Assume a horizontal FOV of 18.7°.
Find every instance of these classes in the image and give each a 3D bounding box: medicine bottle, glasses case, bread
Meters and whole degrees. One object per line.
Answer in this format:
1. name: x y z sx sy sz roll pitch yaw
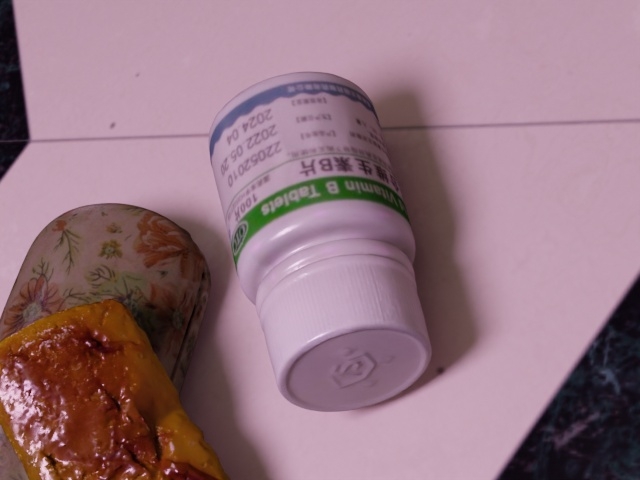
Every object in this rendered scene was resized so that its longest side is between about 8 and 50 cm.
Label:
1. medicine bottle: 0.000 0.000 1.452 0.139 0.139 0.237 -26 52 16
2. glasses case: -0.208 0.169 1.505 0.156 0.098 0.425 9 69 23
3. bread: -0.134 0.171 1.408 0.139 0.077 0.271 -26 72 -17
